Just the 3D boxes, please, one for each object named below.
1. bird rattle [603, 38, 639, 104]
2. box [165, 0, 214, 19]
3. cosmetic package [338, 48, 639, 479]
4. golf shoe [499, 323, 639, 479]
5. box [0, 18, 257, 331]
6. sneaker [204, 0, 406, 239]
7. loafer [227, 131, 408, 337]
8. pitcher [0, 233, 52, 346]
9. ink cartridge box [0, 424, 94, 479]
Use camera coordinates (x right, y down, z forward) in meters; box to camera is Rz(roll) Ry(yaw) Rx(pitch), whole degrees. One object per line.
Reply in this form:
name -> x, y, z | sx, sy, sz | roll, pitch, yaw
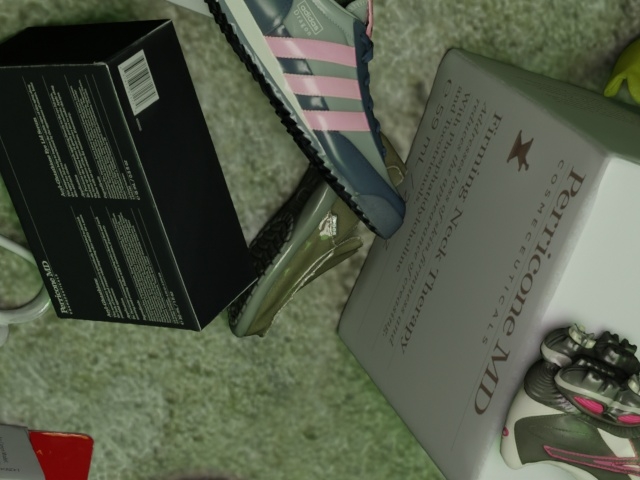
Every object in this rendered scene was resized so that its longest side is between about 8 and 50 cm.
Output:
bird rattle -> 0.386, -0.229, 1.561 | 0.143, 0.207, 0.254 | 13, 101, -23
box -> -0.036, -0.349, 1.478 | 0.232, 0.058, 0.322 | 18, 103, -22
cosmetic package -> 0.264, 0.053, 1.532 | 0.327, 0.394, 0.329 | 16, 104, -21
golf shoe -> 0.273, 0.162, 1.314 | 0.272, 0.105, 0.120 | 23, 116, -16
box -> -0.187, -0.058, 1.465 | 0.103, 0.184, 0.261 | -44, 126, -45
sneaker -> 0.015, -0.151, 1.469 | 0.131, 0.112, 0.319 | -35, 112, -5
loafer -> 0.000, 0.000, 1.598 | 0.087, 0.094, 0.251 | 33, 98, -20
pitcher -> -0.340, 0.017, 1.502 | 0.177, 0.125, 0.207 | -31, 128, -26
ink cartridge box -> -0.366, 0.340, 1.598 | 0.271, 0.130, 0.309 | 6, 108, -20
